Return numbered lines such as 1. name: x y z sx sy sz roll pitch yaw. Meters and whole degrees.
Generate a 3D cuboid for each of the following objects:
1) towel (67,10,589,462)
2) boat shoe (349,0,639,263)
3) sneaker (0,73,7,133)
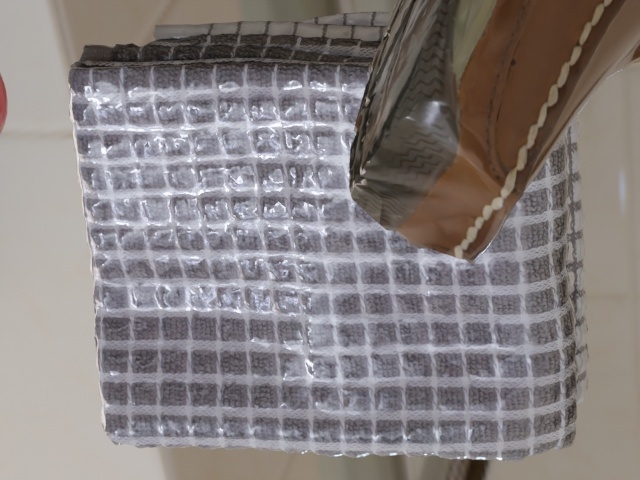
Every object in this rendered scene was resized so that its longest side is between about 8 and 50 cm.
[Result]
1. towel: 0.000 0.000 0.968 0.284 0.235 0.121 -1 -158 15
2. boat shoe: 0.120 -0.124 0.553 0.120 0.122 0.324 31 -118 -1
3. sneaker: -0.285 -0.103 0.843 0.116 0.314 0.136 -16 -136 41
